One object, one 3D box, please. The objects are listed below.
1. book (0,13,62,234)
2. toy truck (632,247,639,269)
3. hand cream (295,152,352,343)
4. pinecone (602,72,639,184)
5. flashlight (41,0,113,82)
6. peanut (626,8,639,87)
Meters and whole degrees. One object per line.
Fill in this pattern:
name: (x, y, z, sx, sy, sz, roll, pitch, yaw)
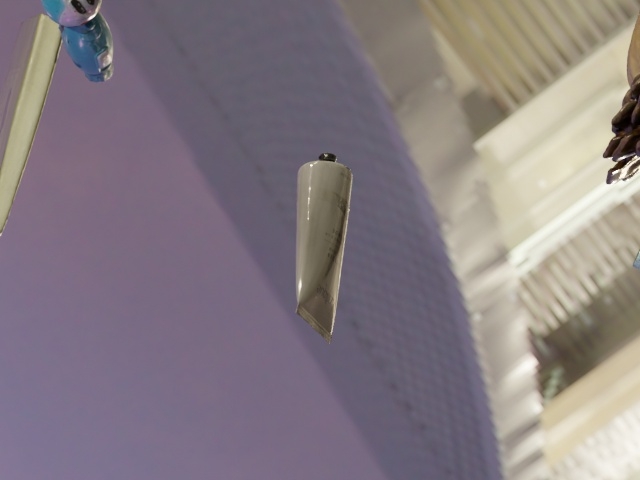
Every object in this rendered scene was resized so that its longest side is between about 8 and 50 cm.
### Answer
book: (-0.331, -0.121, 1.999, 0.035, 0.239, 0.352, 16, -179, -14)
toy truck: (0.416, -0.019, 2.077, 0.085, 0.116, 0.191, 25, -163, 9)
hand cream: (0.000, 0.000, 1.815, 0.087, 0.054, 0.186, 46, -137, -58)
pinecone: (0.346, -0.080, 1.554, 0.204, 0.179, 0.184, 50, 149, 10)
flashlight: (-0.201, -0.182, 1.573, 0.051, 0.051, 0.129, 57, 171, 27)
peanut: (0.355, -0.234, 1.774, 0.117, 0.101, 0.263, 38, 132, 49)
